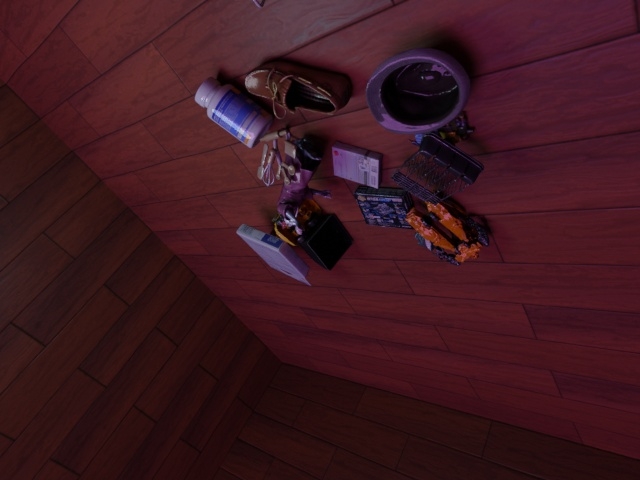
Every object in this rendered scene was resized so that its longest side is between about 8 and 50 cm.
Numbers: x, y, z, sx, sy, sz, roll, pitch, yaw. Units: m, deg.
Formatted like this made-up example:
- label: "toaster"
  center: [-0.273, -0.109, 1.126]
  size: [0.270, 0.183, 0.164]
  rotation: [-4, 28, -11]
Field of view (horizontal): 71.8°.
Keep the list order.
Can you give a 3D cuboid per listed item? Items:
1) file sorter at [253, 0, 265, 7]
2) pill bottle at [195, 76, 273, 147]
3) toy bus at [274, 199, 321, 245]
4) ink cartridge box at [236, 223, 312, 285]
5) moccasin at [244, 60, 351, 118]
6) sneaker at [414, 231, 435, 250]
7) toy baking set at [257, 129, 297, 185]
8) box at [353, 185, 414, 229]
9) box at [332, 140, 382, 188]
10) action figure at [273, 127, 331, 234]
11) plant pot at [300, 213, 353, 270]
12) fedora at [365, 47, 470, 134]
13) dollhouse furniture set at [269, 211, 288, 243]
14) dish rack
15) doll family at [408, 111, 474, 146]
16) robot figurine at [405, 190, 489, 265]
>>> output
- label: "file sorter"
  center: [-0.059, -0.691, 0.990]
  size: [0.277, 0.193, 0.173]
  rotation: [-18, 133, 22]
- label: "pill bottle"
  center: [-0.326, -0.485, 1.658]
  size: [0.272, 0.152, 0.152]
  rotation: [37, 149, -5]
- label: "toy bus"
  center: [-0.136, -0.087, 1.993]
  size: [0.149, 0.220, 0.211]
  rotation: [42, 156, -21]
- label: "ink cartridge box"
  center: [-0.211, 0.069, 2.158]
  size: [0.324, 0.071, 0.330]
  rotation: [20, 160, 41]
- label: "moccasin"
  center: [-0.091, -0.484, 1.443]
  size: [0.379, 0.147, 0.139]
  rotation: [22, 148, 19]
- label: "sneaker"
  center: [0.399, -0.026, 1.724]
  size: [0.076, 0.065, 0.167]
  rotation: [15, 143, 36]
- label: "toy baking set"
  center: [-0.171, -0.296, 1.605]
  size: [0.256, 0.030, 0.197]
  rotation: [6, 104, 47]
- label: "box"
  center: [0.255, -0.128, 1.720]
  size: [0.220, 0.051, 0.175]
  rotation: [8, 141, 36]
- label: "box"
  center: [0.136, -0.278, 1.632]
  size: [0.186, 0.038, 0.145]
  rotation: [19, 147, 21]
- label: "action figure"
  center: [-0.111, -0.197, 1.688]
  size: [0.275, 0.248, 0.370]
  rotation: [29, 125, 9]
- label: "plant pot"
  center: [0.000, 0.000, 2.030]
  size: [0.167, 0.187, 0.188]
  rotation: [11, 145, 53]
- label: "fedora"
  center: [0.273, -0.424, 1.209]
  size: [0.275, 0.124, 0.244]
  rotation: [-13, 129, 40]
- label: "dollhouse furniture set"
  center: [-0.185, -0.052, 2.168]
  size: [0.144, 0.123, 0.151]
  rotation: [40, 149, -11]
- label: "dish rack"
  center: [0.351, -0.210, 1.396]
  size: [0.208, 0.074, 0.271]
  rotation: [32, 162, -6]
- label: "doll family"
  center: [0.360, -0.319, 1.336]
  size: [0.193, 0.076, 0.111]
  rotation: [13, 149, 39]
- label: "robot figurine"
  center: [0.464, -0.038, 1.593]
  size: [0.291, 0.085, 0.211]
  rotation: [39, 130, -9]
